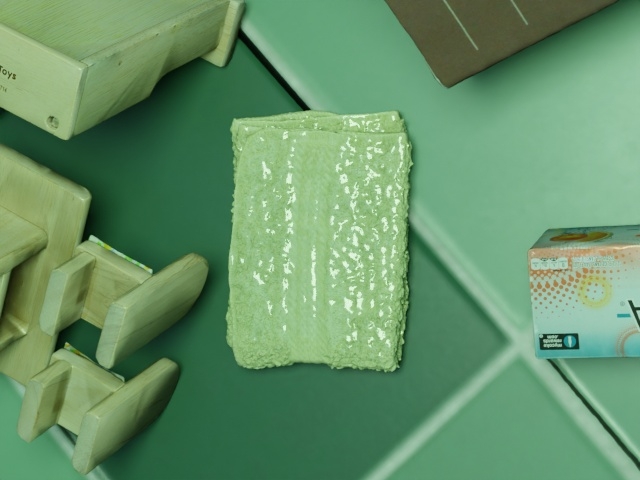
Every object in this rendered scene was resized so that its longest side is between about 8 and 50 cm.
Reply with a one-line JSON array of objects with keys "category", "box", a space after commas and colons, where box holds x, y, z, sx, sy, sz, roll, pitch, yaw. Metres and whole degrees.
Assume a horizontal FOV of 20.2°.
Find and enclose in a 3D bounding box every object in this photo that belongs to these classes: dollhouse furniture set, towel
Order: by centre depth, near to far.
[{"category": "towel", "box": [0.000, 0.000, 1.016, 0.110, 0.027, 0.148, 1, 90, 18]}, {"category": "dollhouse furniture set", "box": [-0.154, -0.034, 1.034, 0.212, 0.161, 0.242, 28, 121, 16]}]

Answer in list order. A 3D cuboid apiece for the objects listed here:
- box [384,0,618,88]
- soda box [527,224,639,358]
[{"category": "box", "box": [0.172, -0.251, 0.855, 0.381, 0.191, 0.143, -28, 38, 16]}, {"category": "soda box", "box": [0.203, 0.024, 0.927, 0.183, 0.058, 0.063, -2, 101, 19]}]
